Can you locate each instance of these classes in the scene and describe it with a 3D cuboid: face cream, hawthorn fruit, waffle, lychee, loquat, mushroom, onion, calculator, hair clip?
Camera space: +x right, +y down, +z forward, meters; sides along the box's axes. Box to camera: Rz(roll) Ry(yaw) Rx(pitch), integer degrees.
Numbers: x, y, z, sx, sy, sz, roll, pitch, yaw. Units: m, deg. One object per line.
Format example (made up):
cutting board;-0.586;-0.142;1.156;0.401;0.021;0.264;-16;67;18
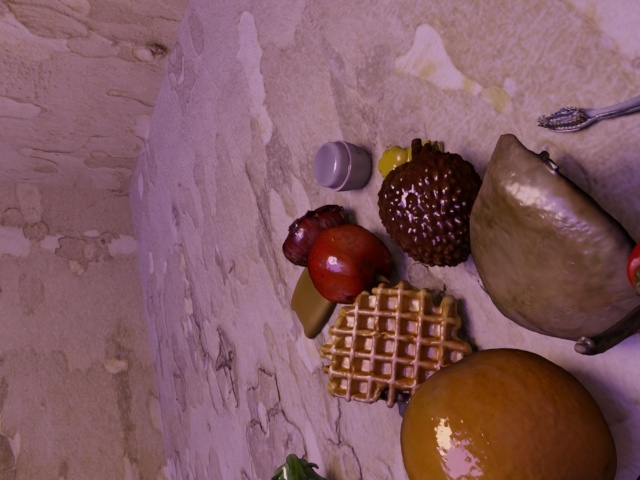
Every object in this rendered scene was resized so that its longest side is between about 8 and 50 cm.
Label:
face cream;0.050;-0.170;1.198;0.117;0.104;0.117;-9;79;57
hawthorn fruit;0.075;0.054;1.091;0.201;0.179;0.178;15;101;40
waffle;0.137;0.215;0.961;0.309;0.065;0.283;-45;66;17
lychee;0.190;-0.067;0.898;0.200;0.200;0.238;-29;70;53
loquat;0.256;0.291;0.712;0.275;0.275;0.274;-6;83;57
mushroom;0.284;-0.003;0.698;0.212;0.218;0.291;-34;53;28
onion;0.000;0.000;1.232;0.147;0.184;0.184;43;133;4
calculator;-0.014;0.133;1.343;0.157;0.033;0.236;57;131;43
hair clip;0.173;-0.162;1.061;0.173;0.046;0.072;-2;82;59

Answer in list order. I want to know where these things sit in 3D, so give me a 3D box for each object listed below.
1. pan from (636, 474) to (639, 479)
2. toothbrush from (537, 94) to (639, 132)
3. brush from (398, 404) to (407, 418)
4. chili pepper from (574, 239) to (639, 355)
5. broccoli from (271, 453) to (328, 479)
pan;0.427;0.380;0.645;0.136;0.028;0.234;50;128;47
toothbrush;0.459;-0.184;0.628;0.414;0.042;0.035;-4;85;55
brush;0.179;0.358;1.004;0.072;0.067;0.312;-6;85;56
chili pepper;0.381;0.023;0.503;0.338;0.134;0.131;-35;19;5
broccoli;-0.042;0.623;1.161;0.245;0.266;0.294;-110;13;-53
